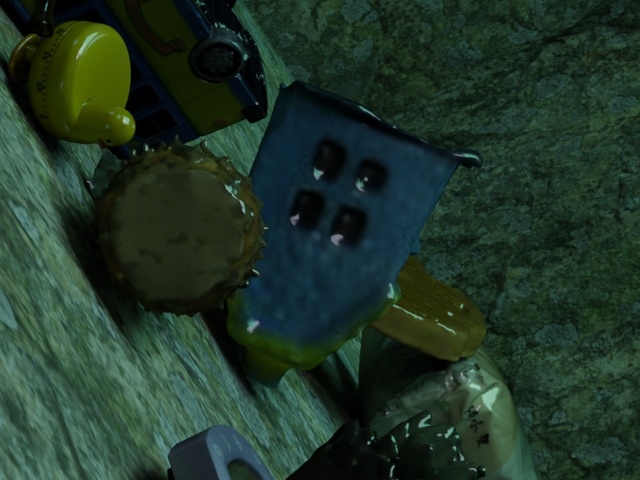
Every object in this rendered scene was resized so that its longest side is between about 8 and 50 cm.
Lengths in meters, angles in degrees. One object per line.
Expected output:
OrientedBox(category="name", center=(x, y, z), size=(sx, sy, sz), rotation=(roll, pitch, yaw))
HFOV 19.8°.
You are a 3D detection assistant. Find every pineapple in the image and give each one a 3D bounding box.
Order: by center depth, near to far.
OrientedBox(category="pineapple", center=(-0.124, -0.019, 1.581), size=(0.170, 0.141, 0.310), rotation=(36, 0, -3))

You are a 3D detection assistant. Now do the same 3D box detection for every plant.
OrientedBox(category="plant", center=(0.047, 0.226, 1.518), size=(0.132, 0.194, 0.129), rotation=(57, 3, -43))

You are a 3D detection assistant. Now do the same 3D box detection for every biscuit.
OrientedBox(category="biscuit", center=(0.064, 0.048, 2.288), size=(0.312, 0.057, 0.351), rotation=(38, 14, 16))

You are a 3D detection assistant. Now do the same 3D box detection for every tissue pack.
OrientedBox(category="tissue pack", center=(0.181, 0.281, 2.449), size=(0.390, 0.195, 0.375), rotation=(-107, 173, -68))

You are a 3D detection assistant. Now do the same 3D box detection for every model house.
OrientedBox(category="model house", center=(0.000, 0.000, 1.882), size=(0.215, 0.303, 0.237), rotation=(28, 1, 1))

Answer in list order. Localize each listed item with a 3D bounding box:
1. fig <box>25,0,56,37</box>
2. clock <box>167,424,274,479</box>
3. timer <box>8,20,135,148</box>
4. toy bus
OrientedBox(category="fig", center=(-0.259, -0.293, 1.570), size=(0.170, 0.145, 0.274), rotation=(-1, 61, -35))
OrientedBox(category="clock", center=(-0.064, 0.210, 1.290), size=(0.172, 0.064, 0.198), rotation=(58, 7, -30))
OrientedBox(category="timer", center=(-0.195, -0.132, 1.560), size=(0.107, 0.109, 0.107), rotation=(-40, 135, -55))
OrientedBox(category="toy bus", center=(-0.179, -0.221, 1.764), size=(0.287, 0.175, 0.138), rotation=(56, 16, -40))
